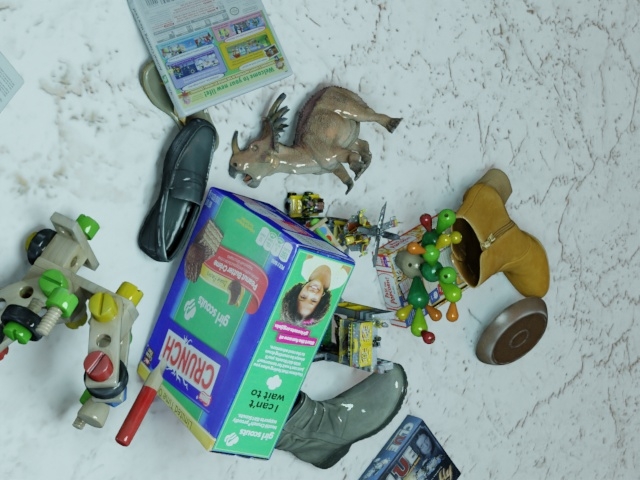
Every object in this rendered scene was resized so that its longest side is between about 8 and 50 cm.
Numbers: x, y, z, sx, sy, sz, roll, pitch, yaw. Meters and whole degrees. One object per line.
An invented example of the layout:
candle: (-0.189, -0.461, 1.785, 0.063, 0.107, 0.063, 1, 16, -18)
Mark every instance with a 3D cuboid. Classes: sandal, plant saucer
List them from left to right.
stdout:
sandal: (-0.200, -0.200, 1.851, 0.072, 0.049, 0.180, -48, 123, -24)
plant saucer: (0.370, 0.179, 2.333, 0.168, 0.029, 0.168, -23, 141, -20)

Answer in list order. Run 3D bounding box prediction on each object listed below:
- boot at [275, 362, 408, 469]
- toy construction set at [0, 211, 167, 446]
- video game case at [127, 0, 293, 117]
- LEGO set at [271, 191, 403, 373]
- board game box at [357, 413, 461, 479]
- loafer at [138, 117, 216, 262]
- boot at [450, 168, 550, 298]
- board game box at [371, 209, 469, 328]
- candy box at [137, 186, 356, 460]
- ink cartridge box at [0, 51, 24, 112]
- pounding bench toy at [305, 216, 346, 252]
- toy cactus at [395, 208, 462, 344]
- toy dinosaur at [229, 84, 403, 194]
boot: (0.017, 0.279, 2.016, 0.246, 0.083, 0.161, -46, 133, 17)
toy construction set: (-0.313, 0.104, 1.698, 0.309, 0.257, 0.237, 53, 52, -39)
video game case: (-0.163, -0.306, 1.848, 0.212, 0.023, 0.193, -26, 94, -34)
LEGO set: (0.004, 0.090, 1.967, 0.255, 0.192, 0.331, 6, 92, -40)
board game box: (0.139, 0.461, 2.228, 0.243, 0.042, 0.165, -50, 123, -23)
loafer: (-0.202, -0.072, 1.831, 0.076, 0.078, 0.223, 20, 93, -40)
boot: (0.317, 0.034, 2.235, 0.211, 0.104, 0.295, -51, 125, -46)
board game box: (0.191, 0.049, 2.210, 0.193, 0.045, 0.146, -28, 113, -33)
candy box: (-0.117, 0.116, 1.783, 0.122, 0.268, 0.317, 16, 100, -36)
ink cartridge box: (-0.498, -0.178, 1.557, 0.208, 0.087, 0.153, -57, 148, -19)
pounding bench toy: (0.000, 0.000, 1.864, 0.052, 0.083, 0.065, -36, 95, -23)
toy cactus: (0.166, 0.051, 2.047, 0.112, 0.180, 0.219, 0, 99, -21)
toy dinosaur: (0.001, -0.184, 1.984, 0.200, 0.127, 0.295, 37, 49, 1)
